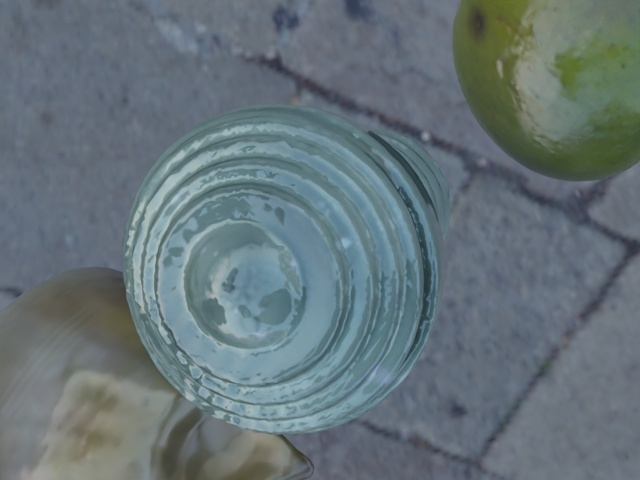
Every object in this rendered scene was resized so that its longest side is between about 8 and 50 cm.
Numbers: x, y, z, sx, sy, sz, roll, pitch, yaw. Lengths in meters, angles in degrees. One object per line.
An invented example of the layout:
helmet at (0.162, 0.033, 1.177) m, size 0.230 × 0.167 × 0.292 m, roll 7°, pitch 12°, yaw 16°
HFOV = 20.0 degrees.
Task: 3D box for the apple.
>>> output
apple at (0.172, -0.135, 1.138) m, size 0.157 × 0.196 × 0.196 m, roll 39°, pitch 117°, yaw 18°

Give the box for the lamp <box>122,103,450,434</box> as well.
lamp at (0.000, 0.000, 0.624) m, size 0.106 × 0.193 × 0.106 m, roll 3°, pitch 101°, yaw 14°

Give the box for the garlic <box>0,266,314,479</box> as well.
garlic at (-0.072, 0.142, 0.840) m, size 0.196 × 0.151 × 0.338 m, roll 23°, pitch 156°, yaw 23°
